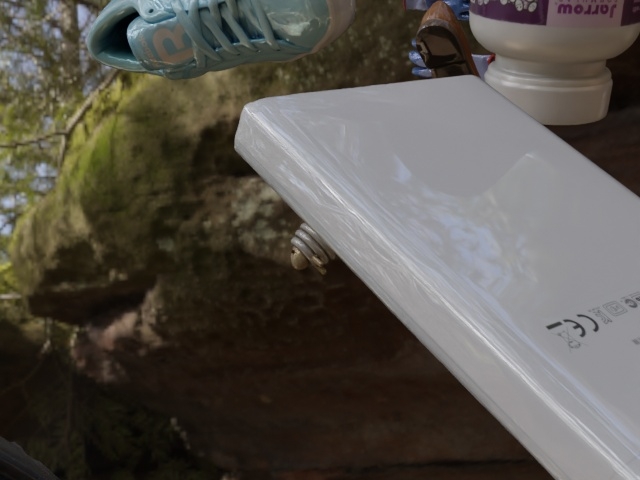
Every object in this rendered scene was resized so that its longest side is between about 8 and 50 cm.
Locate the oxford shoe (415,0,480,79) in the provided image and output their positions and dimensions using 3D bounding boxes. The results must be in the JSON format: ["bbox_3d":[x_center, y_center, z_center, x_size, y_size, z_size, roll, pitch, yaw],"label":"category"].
[{"bbox_3d":[0.183,-0.227,1.209,0.076,0.076,0.212,-1,-39,20],"label":"oxford shoe"}]

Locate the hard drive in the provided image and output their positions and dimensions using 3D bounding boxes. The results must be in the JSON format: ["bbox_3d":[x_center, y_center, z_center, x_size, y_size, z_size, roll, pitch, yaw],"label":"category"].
[{"bbox_3d":[0.136,0.010,0.564,0.233,0.353,0.047,-13,-44,-37],"label":"hard drive"}]

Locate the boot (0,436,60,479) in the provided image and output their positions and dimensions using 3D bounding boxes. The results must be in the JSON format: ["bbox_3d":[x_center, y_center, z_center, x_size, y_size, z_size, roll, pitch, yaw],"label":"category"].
[{"bbox_3d":[-0.150,0.153,0.170,0.367,0.445,0.146,31,-93,-32],"label":"boot"}]

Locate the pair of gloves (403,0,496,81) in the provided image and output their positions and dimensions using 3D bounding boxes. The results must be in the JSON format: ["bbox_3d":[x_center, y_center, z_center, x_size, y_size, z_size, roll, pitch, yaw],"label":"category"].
[{"bbox_3d":[0.186,-0.305,1.289,0.023,0.159,0.198,-31,-55,-39],"label":"pair of gloves"}]

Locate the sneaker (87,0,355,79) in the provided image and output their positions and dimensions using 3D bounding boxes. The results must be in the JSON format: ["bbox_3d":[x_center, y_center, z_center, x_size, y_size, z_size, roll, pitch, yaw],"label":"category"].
[{"bbox_3d":[-0.125,-0.230,0.996,0.365,0.150,0.135,3,-50,46],"label":"sneaker"}]

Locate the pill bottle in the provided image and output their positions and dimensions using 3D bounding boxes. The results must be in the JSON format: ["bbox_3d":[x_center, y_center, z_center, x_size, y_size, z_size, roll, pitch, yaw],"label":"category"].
[{"bbox_3d":[0.231,-0.272,0.867,0.169,0.169,0.302,-5,-67,-11],"label":"pill bottle"}]

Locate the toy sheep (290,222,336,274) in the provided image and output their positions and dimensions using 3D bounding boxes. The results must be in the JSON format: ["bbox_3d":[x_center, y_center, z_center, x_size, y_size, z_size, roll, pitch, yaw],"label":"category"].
[{"bbox_3d":[0.000,0.000,1.549,0.132,0.091,0.091,-43,-30,-12],"label":"toy sheep"}]
